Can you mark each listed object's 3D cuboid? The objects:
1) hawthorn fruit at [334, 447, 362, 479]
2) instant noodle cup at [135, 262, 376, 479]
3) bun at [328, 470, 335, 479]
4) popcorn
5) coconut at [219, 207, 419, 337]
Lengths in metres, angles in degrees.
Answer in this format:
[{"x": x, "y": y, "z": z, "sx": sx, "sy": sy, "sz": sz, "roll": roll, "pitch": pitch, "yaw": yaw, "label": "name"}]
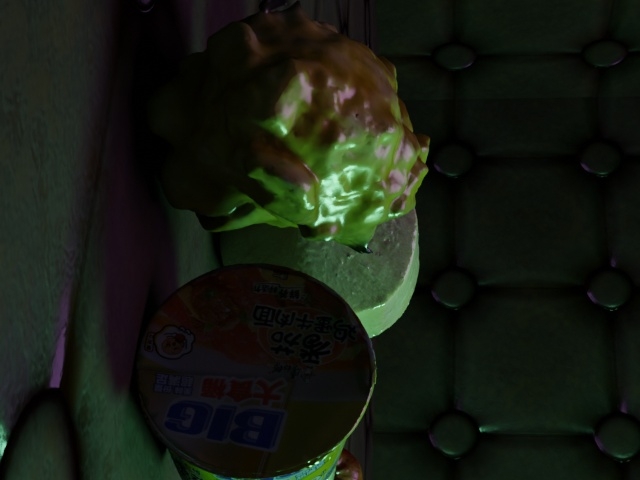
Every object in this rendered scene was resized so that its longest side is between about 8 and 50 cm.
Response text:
[{"x": 0.016, "y": 0.394, "z": 1.918, "sx": 0.128, "sy": 0.128, "sz": 0.128, "roll": 0, "pitch": 90, "yaw": -83, "label": "hawthorn fruit"}, {"x": -0.053, "y": 0.142, "z": 1.023, "sx": 0.153, "sy": 0.205, "sz": 0.205, "roll": 91, "pitch": 3, "yaw": -55, "label": "instant noodle cup"}, {"x": -0.025, "y": 0.261, "z": 1.597, "sx": 0.221, "sy": 0.108, "sz": 0.221, "roll": 7, "pitch": 90, "yaw": -87, "label": "bun"}, {"x": -0.025, "y": -0.100, "z": 1.059, "sx": 0.286, "sy": 0.252, "sz": 0.215, "roll": 10, "pitch": 93, "yaw": -78, "label": "popcorn"}, {"x": 0.000, "y": 0.000, "z": 1.335, "sx": 0.244, "sy": 0.239, "sz": 0.239, "roll": 78, "pitch": 14, "yaw": -69, "label": "coconut"}]
